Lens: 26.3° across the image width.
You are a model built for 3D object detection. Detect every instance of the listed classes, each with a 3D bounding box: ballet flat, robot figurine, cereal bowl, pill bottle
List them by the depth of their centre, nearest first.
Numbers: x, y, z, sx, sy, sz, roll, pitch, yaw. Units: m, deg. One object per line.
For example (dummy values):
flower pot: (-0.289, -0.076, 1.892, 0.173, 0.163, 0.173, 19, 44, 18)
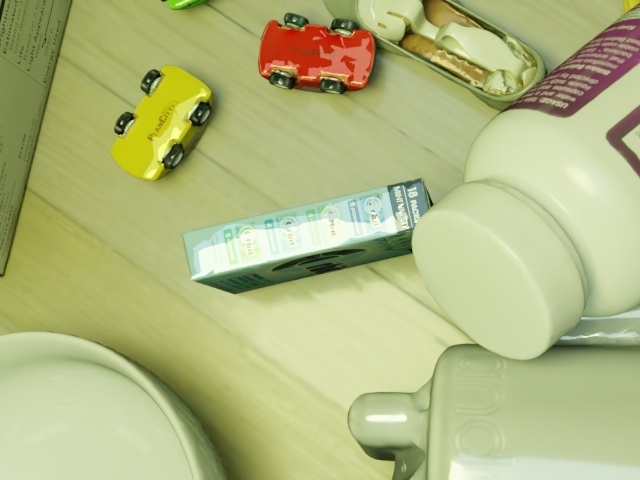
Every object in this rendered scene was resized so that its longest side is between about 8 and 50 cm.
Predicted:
pill bottle: (0.212, -0.051, 0.990, 0.301, 0.169, 0.169, -38, 79, -26)
robot figurine: (0.197, 0.178, 1.003, 0.353, 0.200, 0.300, 0, 77, 8)
cereal bowl: (-0.210, 0.249, 1.067, 0.339, 0.141, 0.339, -6, 73, 19)
ballet flat: (0.094, -0.177, 1.125, 0.213, 0.068, 0.072, 31, 88, 11)

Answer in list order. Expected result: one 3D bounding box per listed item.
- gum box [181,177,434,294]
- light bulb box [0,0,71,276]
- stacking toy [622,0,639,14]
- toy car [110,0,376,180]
gum box: (0.000, 0.000, 1.074, 0.184, 0.157, 0.041, -13, 82, 6)
light bulb box: (-0.361, -0.178, 1.042, 0.225, 0.361, 0.358, 12, 85, 9)
stacking toy: (0.350, -0.274, 1.113, 0.221, 0.052, 0.167, -6, 84, 5)
toy car: (-0.092, -0.186, 1.161, 0.239, 0.053, 0.225, -24, 80, 4)
